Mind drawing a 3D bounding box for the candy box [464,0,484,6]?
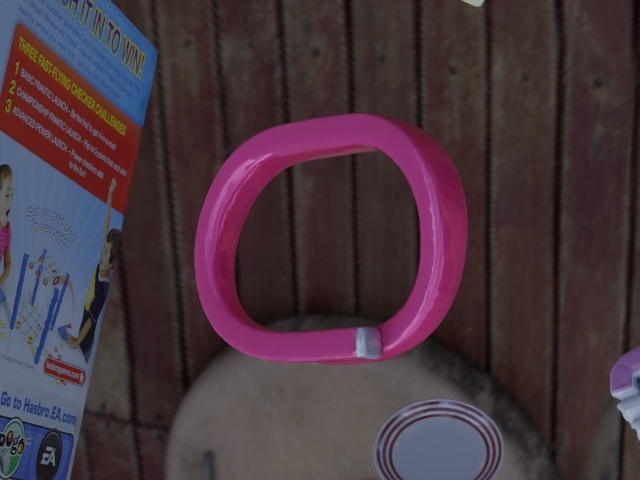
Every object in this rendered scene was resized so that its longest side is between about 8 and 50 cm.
[{"bbox_3d":[0.008,-0.308,1.002,0.316,0.087,0.183,27,106,2],"label":"candy box"}]

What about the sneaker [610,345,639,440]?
[{"bbox_3d":[0.396,0.229,1.624,0.095,0.104,0.236,-29,62,38],"label":"sneaker"}]

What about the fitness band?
[{"bbox_3d":[0.000,0.000,1.270,0.291,0.054,0.209,-5,81,45],"label":"fitness band"}]

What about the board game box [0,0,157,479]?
[{"bbox_3d":[-0.203,-0.016,0.810,0.086,0.308,0.302,7,78,14],"label":"board game box"}]

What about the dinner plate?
[{"bbox_3d":[0.128,0.229,1.625,0.141,0.141,0.017,13,139,21],"label":"dinner plate"}]
